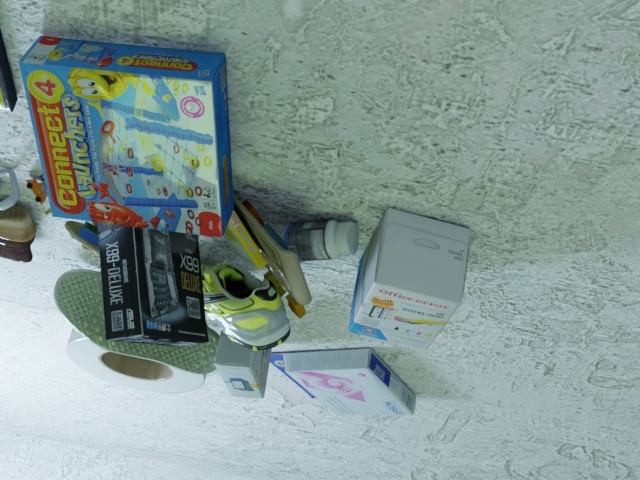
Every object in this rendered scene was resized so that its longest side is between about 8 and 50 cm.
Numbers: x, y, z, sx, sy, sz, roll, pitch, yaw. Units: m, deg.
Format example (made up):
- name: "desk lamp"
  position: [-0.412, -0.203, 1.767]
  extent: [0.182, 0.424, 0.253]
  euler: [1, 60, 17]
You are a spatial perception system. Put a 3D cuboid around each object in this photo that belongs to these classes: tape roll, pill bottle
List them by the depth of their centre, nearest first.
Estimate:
- name: "pill bottle"
  position: [0.000, 0.000, 1.778]
  extent: [0.137, 0.078, 0.078]
  euler: [-4, 148, 24]
- name: "tape roll"
  position: [-0.499, 0.317, 2.513]
  extent: [0.392, 0.072, 0.392]
  euler: [8, 152, 4]

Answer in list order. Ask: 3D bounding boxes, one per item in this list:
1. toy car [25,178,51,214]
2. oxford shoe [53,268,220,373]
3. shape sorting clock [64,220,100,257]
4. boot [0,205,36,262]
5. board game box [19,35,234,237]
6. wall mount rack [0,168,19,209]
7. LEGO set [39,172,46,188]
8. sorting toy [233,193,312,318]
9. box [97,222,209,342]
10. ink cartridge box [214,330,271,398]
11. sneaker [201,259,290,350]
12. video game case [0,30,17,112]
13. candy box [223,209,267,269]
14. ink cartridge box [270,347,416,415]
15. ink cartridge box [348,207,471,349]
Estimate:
- name: "toy car"
  position: [-0.561, -0.094, 1.859]
  extent: [0.040, 0.060, 0.122]
  euler: [-32, 173, -11]
- name: "oxford shoe"
  position: [-0.440, 0.197, 2.220]
  extent: [0.449, 0.169, 0.130]
  euler: [27, -176, -25]
- name: "shape sorting clock"
  position: [-0.434, 0.018, 1.889]
  extent: [0.206, 0.040, 0.206]
  euler: [31, 180, 0]
- name: "boot"
  position: [-0.739, -0.023, 1.965]
  extent: [0.248, 0.090, 0.207]
  euler: [13, 149, -12]
- name: "board game box"
  position: [-0.301, -0.162, 1.480]
  extent: [0.302, 0.086, 0.308]
  euler: [6, 130, 7]
- name: "wall mount rack"
  position: [-0.752, -0.106, 1.703]
  extent: [0.304, 0.130, 0.350]
  euler: [-21, 147, 0]
- name: "LEGO set"
  position: [-0.512, -0.123, 1.787]
  extent: [0.083, 0.023, 0.054]
  euler: [14, 126, 30]
- name: "sorting toy"
  position: [-0.099, 0.029, 1.806]
  extent: [0.229, 0.041, 0.307]
  euler: [42, 164, 28]
- name: "box"
  position: [-0.314, 0.074, 1.742]
  extent: [0.076, 0.242, 0.307]
  euler: [-9, 169, 13]
- name: "ink cartridge box"
  position: [-0.186, 0.280, 2.258]
  extent: [0.093, 0.154, 0.212]
  euler: [4, 150, 8]
- name: "sneaker"
  position: [-0.224, 0.100, 1.959]
  extent: [0.385, 0.145, 0.147]
  euler: [16, 125, 29]
- name: "video game case"
  position: [-0.629, -0.322, 1.459]
  extent: [0.248, 0.035, 0.275]
  euler: [12, 150, -2]
- name: "candy box"
  position: [-0.176, -0.037, 1.724]
  extent: [0.105, 0.027, 0.206]
  euler: [34, 160, 49]
- name: "ink cartridge box"
  position: [0.048, 0.390, 2.468]
  extent: [0.330, 0.071, 0.324]
  euler: [-8, 147, 27]
- name: "ink cartridge box"
  position: [0.168, 0.078, 1.768]
  extent: [0.171, 0.168, 0.232]
  euler: [14, 150, -4]
